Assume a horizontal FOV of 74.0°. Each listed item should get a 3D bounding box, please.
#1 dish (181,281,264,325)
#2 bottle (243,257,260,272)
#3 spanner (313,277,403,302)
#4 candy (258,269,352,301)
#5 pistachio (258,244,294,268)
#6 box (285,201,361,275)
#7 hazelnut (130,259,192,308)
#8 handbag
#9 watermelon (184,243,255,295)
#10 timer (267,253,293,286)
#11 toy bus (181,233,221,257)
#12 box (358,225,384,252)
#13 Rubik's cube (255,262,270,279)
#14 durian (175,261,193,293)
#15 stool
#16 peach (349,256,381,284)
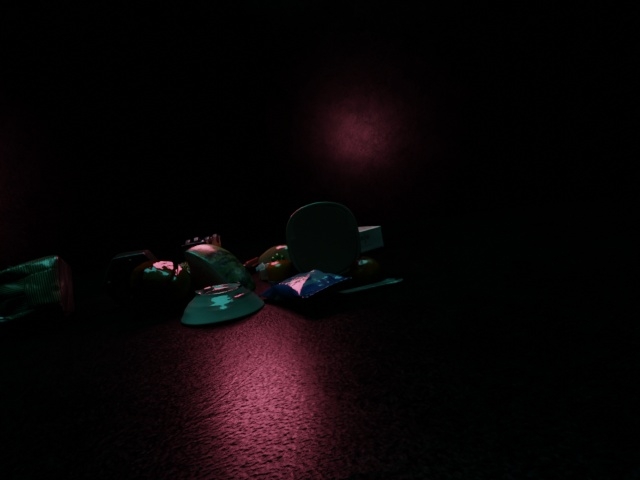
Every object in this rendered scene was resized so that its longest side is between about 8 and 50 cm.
[{"bbox_3d":[-0.313,0.185,1.337,0.261,0.085,0.260,-9,6,1],"label":"dish"},{"bbox_3d":[-0.335,0.123,2.045,0.060,0.060,0.164,-7,7,16],"label":"bottle"},{"bbox_3d":[0.122,0.153,1.319,0.302,0.017,0.071,-11,5,-21],"label":"spanner"},{"bbox_3d":[-0.057,0.145,1.344,0.187,0.077,0.331,-20,3,-33],"label":"candy"},{"bbox_3d":[-0.177,0.085,1.909,0.226,0.135,0.136,-13,4,27],"label":"pistachio"},{"bbox_3d":[0.000,0.000,1.663,0.301,0.300,0.216,-10,2,-7],"label":"box"},{"bbox_3d":[-0.577,0.153,1.540,0.212,0.181,0.181,33,13,-26],"label":"hazelnut"},{"bbox_3d":[-1.052,0.195,1.554,0.240,0.247,0.341,-9,-6,-25],"label":"handbag"},{"bbox_3d":[-0.387,0.152,1.624,0.262,0.201,0.213,40,19,14],"label":"watermelon"},{"bbox_3d":[-0.159,0.112,1.627,0.099,0.136,0.136,-15,7,-6],"label":"timer"},{"bbox_3d":[-0.673,0.069,2.455,0.143,0.178,0.305,-9,6,4],"label":"toy bus"},{"bbox_3d":[0.153,0.004,2.147,0.274,0.116,0.203,-14,9,-43],"label":"box"},{"bbox_3d":[-0.231,0.126,1.802,0.075,0.073,0.084,-12,9,-33],"label":"Rubik's cube"},{"bbox_3d":[-0.537,0.154,1.711,0.158,0.136,0.168,-6,-3,11],"label":"durian"},{"bbox_3d":[-0.729,0.150,1.677,0.232,0.232,0.141,-11,8,-16],"label":"stool"},{"bbox_3d":[0.145,0.101,1.412,0.101,0.100,0.101,-9,6,1],"label":"peach"}]
